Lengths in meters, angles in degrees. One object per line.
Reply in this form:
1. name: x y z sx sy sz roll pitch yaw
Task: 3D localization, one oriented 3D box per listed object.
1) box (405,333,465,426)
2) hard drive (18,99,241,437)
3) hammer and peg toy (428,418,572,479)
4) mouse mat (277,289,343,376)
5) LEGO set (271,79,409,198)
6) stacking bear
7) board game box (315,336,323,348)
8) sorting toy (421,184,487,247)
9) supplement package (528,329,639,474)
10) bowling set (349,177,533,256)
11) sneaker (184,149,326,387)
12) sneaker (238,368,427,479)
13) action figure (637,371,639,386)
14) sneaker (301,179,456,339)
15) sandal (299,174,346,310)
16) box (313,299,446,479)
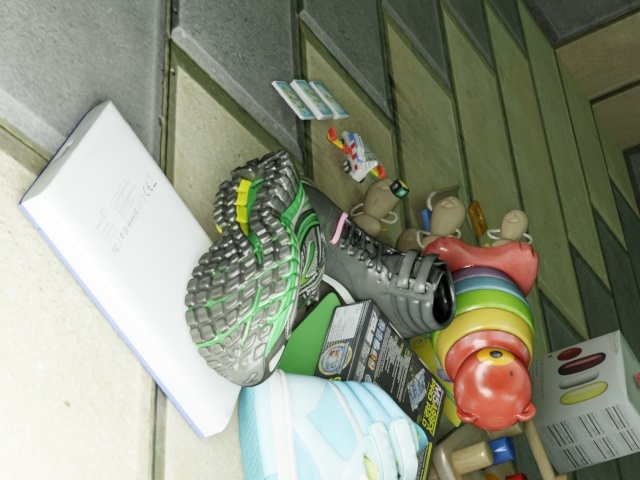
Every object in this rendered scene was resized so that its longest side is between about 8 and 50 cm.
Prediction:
1. box: 0.189 0.192 1.753 0.105 0.043 0.179 -14 48 -41
2. hard drive: -0.179 0.028 1.249 0.319 0.040 0.210 56 26 -23
3. hammer and peg toy: 0.274 0.384 1.785 0.266 0.127 0.361 67 24 3
4. mouse mat: 0.005 0.169 1.494 0.189 0.007 0.153 -44 112 -50
5. LEGO set: 0.048 -0.167 1.796 0.244 0.060 0.182 52 22 11
6. stacking bear: 0.236 0.147 1.658 0.289 0.175 0.164 -89 -176 -53
7. board game box: 0.037 0.136 1.621 0.124 0.039 0.259 59 28 -16
8. sorting toy: 0.246 0.000 2.159 0.347 0.047 0.196 -17 89 -66
9. supplement package: 0.527 0.317 2.275 0.149 0.203 0.194 53 27 -29
10. bowling set: 0.185 0.035 1.851 0.154 0.287 0.200 -60 157 -54
11. sneaker: -0.047 0.040 1.296 0.146 0.134 0.344 55 26 -28
12. sneaker: 0.030 0.283 1.253 0.208 0.127 0.319 3 60 -19
13. action figure: 0.642 0.281 2.261 0.115 0.030 0.038 36 44 -48
14. sneaker: 0.074 0.019 1.504 0.296 0.146 0.105 52 45 -29
15. sandal: 0.000 0.000 1.594 0.090 0.060 0.219 11 57 -37
16. box: 0.065 0.246 1.481 0.216 0.060 0.270 50 42 -35
